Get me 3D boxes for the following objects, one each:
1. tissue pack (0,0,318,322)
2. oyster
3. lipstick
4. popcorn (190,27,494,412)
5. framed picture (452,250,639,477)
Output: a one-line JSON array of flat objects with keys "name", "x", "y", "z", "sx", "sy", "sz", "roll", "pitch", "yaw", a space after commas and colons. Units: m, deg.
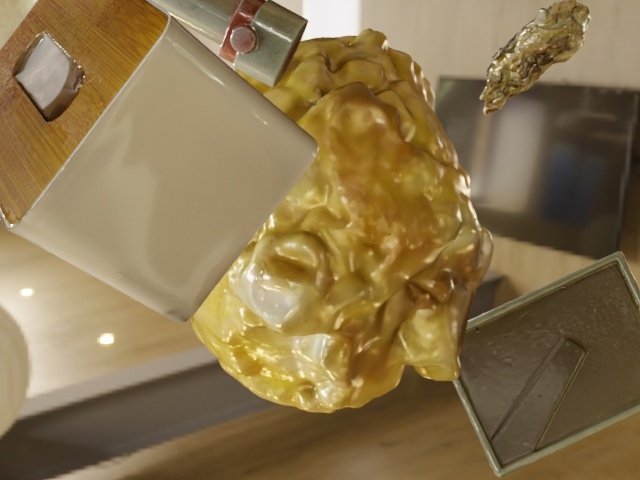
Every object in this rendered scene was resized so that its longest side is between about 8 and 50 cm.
[{"name": "tissue pack", "x": -0.136, "y": -0.078, "z": 0.744, "sx": 0.136, "sy": 0.159, "sz": 0.246, "roll": 36, "pitch": -177, "yaw": -34}, {"name": "oyster", "x": 0.252, "y": -0.214, "z": 1.258, "sx": 0.165, "sy": 0.053, "sz": 0.108, "roll": -40, "pitch": 164, "yaw": 25}, {"name": "lipstick", "x": -0.107, "y": -0.200, "z": 0.906, "sx": 0.186, "sy": 0.063, "sz": 0.057, "roll": 27, "pitch": -155, "yaw": 0}, {"name": "popcorn", "x": -0.008, "y": -0.018, "z": 1.127, "sx": 0.354, "sy": 0.390, "sz": 0.344, "roll": -29, "pitch": 158, "yaw": 24}, {"name": "framed picture", "x": 0.364, "y": 0.188, "z": 1.634, "sx": 0.324, "sy": 0.241, "sz": 0.020, "roll": -26, "pitch": 178, "yaw": -1}]
